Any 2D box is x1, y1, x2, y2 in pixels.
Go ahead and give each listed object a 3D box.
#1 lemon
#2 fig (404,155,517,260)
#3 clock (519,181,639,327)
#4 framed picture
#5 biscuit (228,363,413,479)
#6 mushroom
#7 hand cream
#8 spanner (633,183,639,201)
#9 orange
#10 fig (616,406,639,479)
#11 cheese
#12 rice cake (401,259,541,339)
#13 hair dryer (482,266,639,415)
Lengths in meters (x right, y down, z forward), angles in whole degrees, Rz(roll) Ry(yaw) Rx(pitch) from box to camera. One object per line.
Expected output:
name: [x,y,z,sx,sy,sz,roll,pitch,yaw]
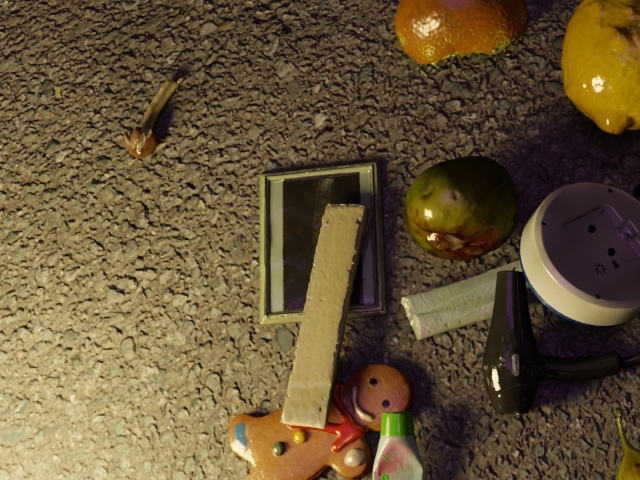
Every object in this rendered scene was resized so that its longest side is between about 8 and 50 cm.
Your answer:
lemon: [0.511,-0.307,1.709,0.233,0.233,0.288,14,74,18]
fig: [0.237,-0.059,1.714,0.181,0.181,0.191,28,56,21]
clock: [0.436,0.020,1.644,0.230,0.083,0.230,6,60,-11]
framed picture: [0.000,0.000,1.835,0.231,0.018,0.293,-6,69,11]
biscuit: [0.004,0.304,1.710,0.324,0.049,0.205,-25,66,2]
mushroom: [-0.317,-0.242,1.983,0.060,0.061,0.187,13,70,23]
hand cream: [0.125,0.409,1.630,0.079,0.050,0.275,-7,80,38]
spanner: [0.665,-0.034,1.686,0.315,0.024,0.087,23,75,21]
orange: [0.247,-0.418,1.853,0.237,0.158,0.179,-4,53,14]
fig: [0.492,0.337,1.565,0.093,0.093,0.166,1,51,14]
cheese: [0.009,0.118,1.746,0.085,0.034,0.400,7,67,16]
rice cake: [0.249,0.101,1.724,0.221,0.042,0.080,-18,73,4]
hair dryer: [0.394,0.164,1.653,0.271,0.091,0.236,2,81,0]
